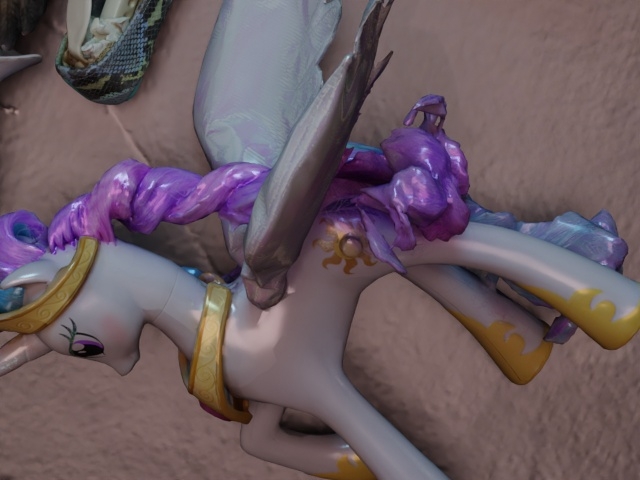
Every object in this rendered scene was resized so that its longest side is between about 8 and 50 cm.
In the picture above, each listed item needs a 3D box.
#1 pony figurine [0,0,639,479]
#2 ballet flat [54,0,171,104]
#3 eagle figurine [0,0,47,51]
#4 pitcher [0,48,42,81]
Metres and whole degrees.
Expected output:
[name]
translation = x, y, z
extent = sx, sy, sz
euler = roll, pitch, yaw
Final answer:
[pony figurine]
translation = 0.000, 0.000, 0.943
extent = 0.363, 0.303, 0.351
euler = 27, 102, -17
[ballet flat]
translation = -0.116, -0.177, 1.002
extent = 0.070, 0.070, 0.188
euler = 18, 93, -2
[eagle figurine]
translation = -0.205, -0.274, 0.916
extent = 0.225, 0.226, 0.298
euler = -36, 64, 24
[pitcher]
translation = -0.283, -0.051, 0.970
extent = 0.177, 0.125, 0.207
euler = 24, 91, -41
